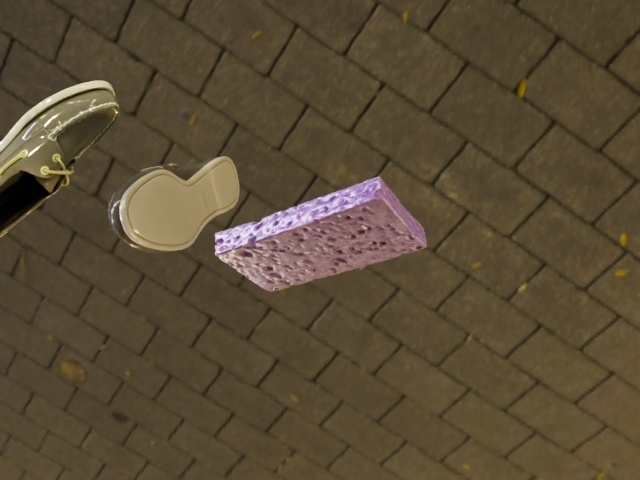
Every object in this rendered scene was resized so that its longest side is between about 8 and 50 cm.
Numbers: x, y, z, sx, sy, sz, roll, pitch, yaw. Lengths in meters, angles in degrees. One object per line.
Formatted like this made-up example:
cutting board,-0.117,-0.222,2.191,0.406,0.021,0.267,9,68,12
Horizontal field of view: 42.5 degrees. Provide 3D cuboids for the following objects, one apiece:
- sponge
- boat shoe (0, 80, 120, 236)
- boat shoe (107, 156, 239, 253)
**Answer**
sponge,0.000,0.000,0.906,0.210,0.031,0.117,-18,146,25
boat shoe,-0.384,-0.094,1.093,0.091,0.305,0.109,50,174,20
boat shoe,-0.214,-0.049,1.133,0.095,0.335,0.112,-9,100,19
